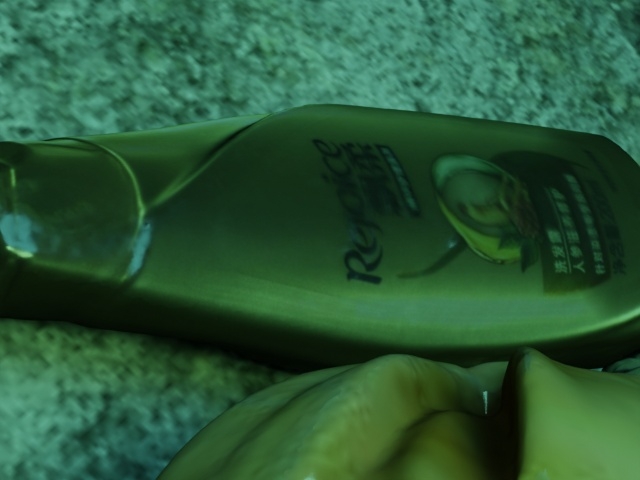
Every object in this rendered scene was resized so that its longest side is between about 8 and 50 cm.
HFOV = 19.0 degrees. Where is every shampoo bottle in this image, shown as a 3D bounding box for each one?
[{"bbox_3d":[0.000,0.000,0.801,0.350,0.084,0.125,3,53,-37],"label":"shampoo bottle"}]

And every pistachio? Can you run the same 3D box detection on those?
[{"bbox_3d":[0.036,0.149,0.590,0.230,0.230,0.309,34,43,-7],"label":"pistachio"}]

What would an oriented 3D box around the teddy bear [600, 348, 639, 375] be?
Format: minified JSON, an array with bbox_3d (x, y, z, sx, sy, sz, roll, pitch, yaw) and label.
[{"bbox_3d":[0.191,0.097,0.821,0.251,0.144,0.171,-10,45,-48],"label":"teddy bear"}]
